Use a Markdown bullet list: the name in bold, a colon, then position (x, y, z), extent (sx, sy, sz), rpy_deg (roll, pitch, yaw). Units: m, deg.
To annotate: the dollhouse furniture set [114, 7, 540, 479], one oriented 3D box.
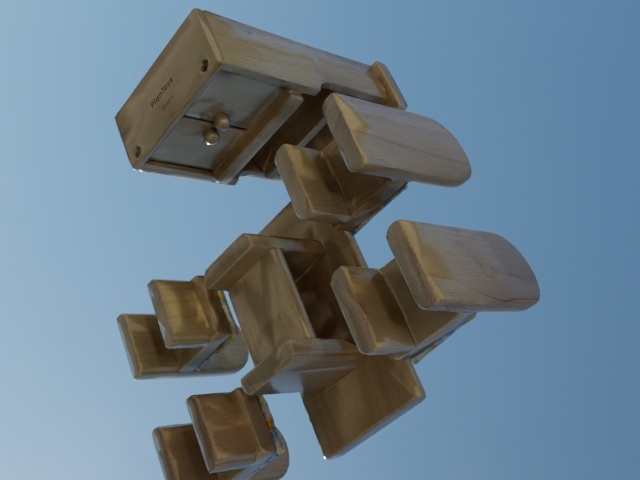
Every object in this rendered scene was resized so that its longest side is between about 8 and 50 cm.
- **dollhouse furniture set**: position (0.000, 0.000, 0.507), extent (0.212, 0.161, 0.242), rpy_deg (-43, -122, 34)
